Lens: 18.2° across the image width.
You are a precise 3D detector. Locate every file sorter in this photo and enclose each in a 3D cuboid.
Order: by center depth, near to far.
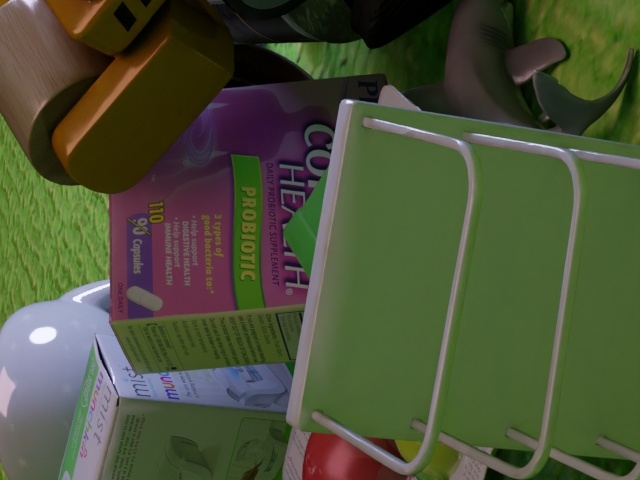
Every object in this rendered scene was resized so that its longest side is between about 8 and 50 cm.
[{"bbox_3d":[0.152,0.041,1.127,0.173,0.278,0.192,-158,77,-67],"label":"file sorter"}]

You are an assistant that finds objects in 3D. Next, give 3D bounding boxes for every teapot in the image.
[{"bbox_3d":[-0.261,0.189,2.314,0.252,0.187,0.256,-79,-17,-54],"label":"teapot"}]

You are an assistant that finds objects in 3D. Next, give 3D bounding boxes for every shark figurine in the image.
[{"bbox_3d":[0.123,-0.102,1.490,0.278,0.116,0.166,-123,44,-63],"label":"shark figurine"}]

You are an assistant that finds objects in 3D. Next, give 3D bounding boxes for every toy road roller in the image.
[{"bbox_3d":[-0.183,-0.224,1.580,0.329,0.241,0.202,-49,49,15],"label":"toy road roller"}]

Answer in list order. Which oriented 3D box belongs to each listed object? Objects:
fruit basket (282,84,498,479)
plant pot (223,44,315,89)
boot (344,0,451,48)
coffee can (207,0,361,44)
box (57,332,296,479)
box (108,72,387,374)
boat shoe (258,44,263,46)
[{"bbox_3d":[0.066,0.108,1.420,0.327,0.165,0.353,-123,38,-59],"label":"fruit basket"},{"bbox_3d":[-0.090,-0.079,1.945,0.167,0.167,0.165,-102,32,-42],"label":"plant pot"},{"bbox_3d":[0.028,-0.328,1.567,0.260,0.131,0.348,55,165,17],"label":"boot"},{"bbox_3d":[-0.082,-0.277,1.821,0.275,0.201,0.201,4,86,44],"label":"coffee can"},{"bbox_3d":[-0.119,0.237,1.833,0.127,0.231,0.262,-121,42,-59],"label":"box"},{"bbox_3d":[-0.053,-0.013,1.699,0.117,0.243,0.213,78,-171,-63],"label":"box"},{"bbox_3d":[-0.113,-0.217,2.171,0.301,0.108,0.102,-157,74,-76],"label":"boat shoe"}]
